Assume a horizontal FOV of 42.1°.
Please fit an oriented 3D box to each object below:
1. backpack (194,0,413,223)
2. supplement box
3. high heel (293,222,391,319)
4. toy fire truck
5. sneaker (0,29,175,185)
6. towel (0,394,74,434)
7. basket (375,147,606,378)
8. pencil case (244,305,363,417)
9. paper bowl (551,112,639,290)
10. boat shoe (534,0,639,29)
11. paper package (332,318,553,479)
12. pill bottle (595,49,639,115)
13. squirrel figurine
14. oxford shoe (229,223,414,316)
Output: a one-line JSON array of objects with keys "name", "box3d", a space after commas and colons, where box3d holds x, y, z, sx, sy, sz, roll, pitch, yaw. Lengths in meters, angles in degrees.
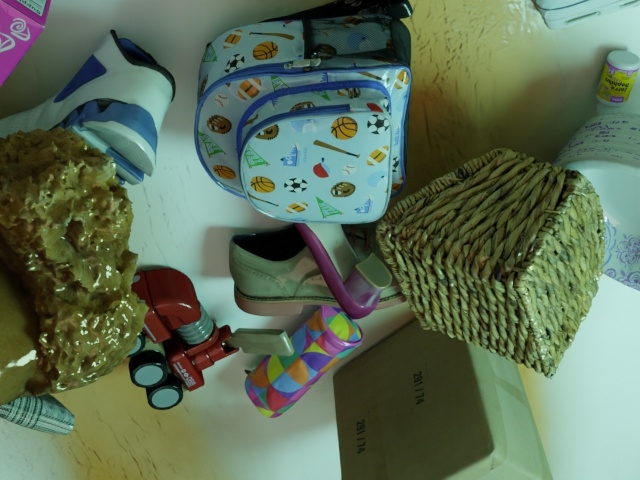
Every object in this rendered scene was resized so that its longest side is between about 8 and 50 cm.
[{"name": "backpack", "box3d": [-0.023, -0.144, 1.020, 0.264, 0.213, 0.276, 3, 135, 4]}, {"name": "supplement box", "box3d": [-0.344, -0.262, 0.846, 0.114, 0.220, 0.111, 32, 121, -31]}, {"name": "high heel", "box3d": [0.000, 0.000, 1.167, 0.244, 0.082, 0.117, 47, 144, 10]}, {"name": "toy fire truck", "box3d": [-0.189, 0.140, 1.296, 0.246, 0.158, 0.217, -24, 131, -2]}, {"name": "sneaker", "box3d": [-0.279, -0.150, 1.026, 0.316, 0.182, 0.127, -7, 139, 40]}, {"name": "towel", "box3d": [-0.541, 0.197, 1.214, 0.312, 0.324, 0.056, 27, 80, -28]}, {"name": "basket", "box3d": [0.241, 0.010, 1.126, 0.223, 0.213, 0.299, 21, 158, 34]}, {"name": "pencil case", "box3d": [-0.031, 0.200, 1.396, 0.104, 0.104, 0.236, 27, 125, -28]}, {"name": "paper bowl", "box3d": [0.459, -0.060, 1.135, 0.148, 0.284, 0.284, -51, 132, -18]}, {"name": "boat shoe", "box3d": [0.370, -0.319, 0.999, 0.226, 0.083, 0.076, -11, 145, 20]}, {"name": "paper package", "box3d": [0.184, 0.308, 1.369, 0.309, 0.324, 0.168, -37, 126, 25]}, {"name": "pill bottle", "box3d": [0.396, -0.209, 1.116, 0.043, 0.043, 0.083, -2, 132, -6]}, {"name": "squirrel figurine", "box3d": [-0.385, -0.005, 0.902, 0.397, 0.281, 0.370, -11, 90, 1]}, {"name": "oxford shoe", "box3d": [0.034, 0.025, 1.229, 0.349, 0.123, 0.130, -10, 127, 0]}]
